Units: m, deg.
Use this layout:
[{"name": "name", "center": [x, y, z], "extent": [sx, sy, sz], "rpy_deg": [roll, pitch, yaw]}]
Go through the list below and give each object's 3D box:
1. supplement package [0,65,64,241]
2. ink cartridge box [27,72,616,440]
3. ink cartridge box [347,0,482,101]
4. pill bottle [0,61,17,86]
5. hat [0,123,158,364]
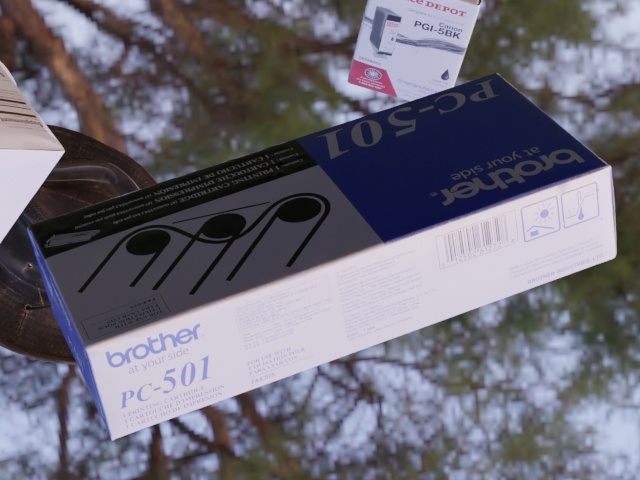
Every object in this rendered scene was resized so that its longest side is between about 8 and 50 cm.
[{"name": "supplement package", "center": [-0.321, -0.063, 1.070], "extent": [0.203, 0.194, 0.149], "rpy_deg": [51, -153, 23]}, {"name": "ink cartridge box", "center": [0.000, 0.000, 0.613], "extent": [0.207, 0.046, 0.097], "rpy_deg": [-19, -147, -14]}, {"name": "ink cartridge box", "center": [0.087, -0.194, 1.431], "extent": [0.099, 0.135, 0.056], "rpy_deg": [16, -131, 2]}, {"name": "pill bottle", "center": [-0.429, -0.121, 1.720], "extent": [0.208, 0.117, 0.117], "rpy_deg": [-31, -162, 27]}, {"name": "hat", "center": [-0.298, -0.019, 1.816], "extent": [0.331, 0.331, 0.134], "rpy_deg": [-25, 170, -30]}]
